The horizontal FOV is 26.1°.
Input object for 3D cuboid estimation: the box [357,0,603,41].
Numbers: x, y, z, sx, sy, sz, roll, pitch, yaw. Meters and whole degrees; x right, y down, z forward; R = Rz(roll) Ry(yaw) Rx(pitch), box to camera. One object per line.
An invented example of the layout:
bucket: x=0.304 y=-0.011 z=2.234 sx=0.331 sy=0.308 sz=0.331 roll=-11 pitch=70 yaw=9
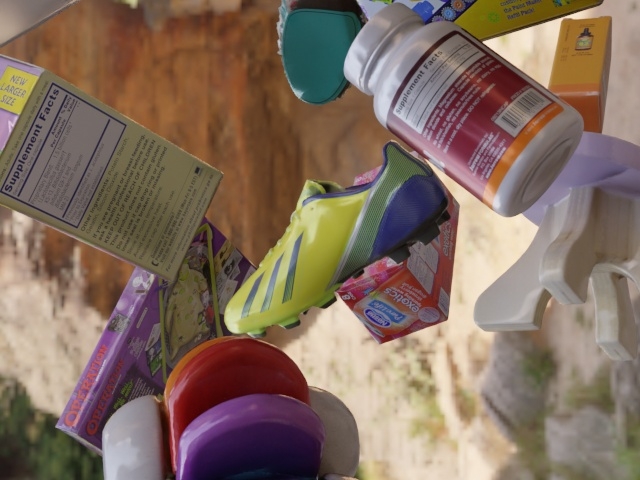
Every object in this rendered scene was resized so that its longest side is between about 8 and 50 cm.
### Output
box: x=0.108 y=-0.337 z=1.011 sx=0.279 sy=0.177 sz=0.290 roll=57 pitch=-139 yaw=-26

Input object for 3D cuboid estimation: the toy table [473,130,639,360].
toy table: x=0.287 y=0.013 z=1.428 sx=0.252 sy=0.274 sz=0.161 roll=-10 pitch=63 yaw=39

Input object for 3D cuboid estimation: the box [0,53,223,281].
box: x=-0.254 y=-0.078 z=1.270 sx=0.213 sy=0.243 sz=0.117 roll=22 pitch=84 yaw=40

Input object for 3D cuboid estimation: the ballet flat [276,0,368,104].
ballet flat: x=0.004 y=-0.228 z=1.212 sx=0.241 sy=0.091 sz=0.077 roll=88 pitch=-164 yaw=-48

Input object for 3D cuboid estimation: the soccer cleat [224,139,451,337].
soccer cleat: x=0.001 y=-0.001 z=1.420 sx=0.121 sy=0.289 sz=0.093 roll=53 pitch=-152 yaw=-7

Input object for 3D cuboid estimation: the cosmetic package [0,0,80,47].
cosmetic package: x=-0.205 y=-0.210 z=0.647 sx=0.230 sy=0.453 sz=0.161 roll=54 pitch=159 yaw=3

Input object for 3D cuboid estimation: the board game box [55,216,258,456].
board game box: x=-0.214 y=0.143 z=1.899 sx=0.347 sy=0.056 sz=0.208 roll=-65 pitch=-32 yaw=-18

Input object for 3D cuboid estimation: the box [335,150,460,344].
box: x=0.115 y=0.008 z=2.021 sx=0.128 sy=0.122 sz=0.257 roll=50 pitch=-147 yaw=-31

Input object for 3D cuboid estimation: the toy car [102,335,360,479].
toy car: x=-0.043 y=0.131 z=0.815 sx=0.182 sy=0.159 sz=0.136 roll=-110 pitch=22 yaw=-50

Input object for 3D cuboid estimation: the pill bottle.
pill bottle: x=0.092 y=-0.091 z=0.922 sx=0.152 sy=0.086 sz=0.086 roll=40 pitch=149 yaw=19

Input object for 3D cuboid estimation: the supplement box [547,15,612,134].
supplement box: x=0.378 y=-0.241 z=2.004 sx=0.233 sy=0.078 sz=0.080 roll=-69 pitch=-27 yaw=-49
